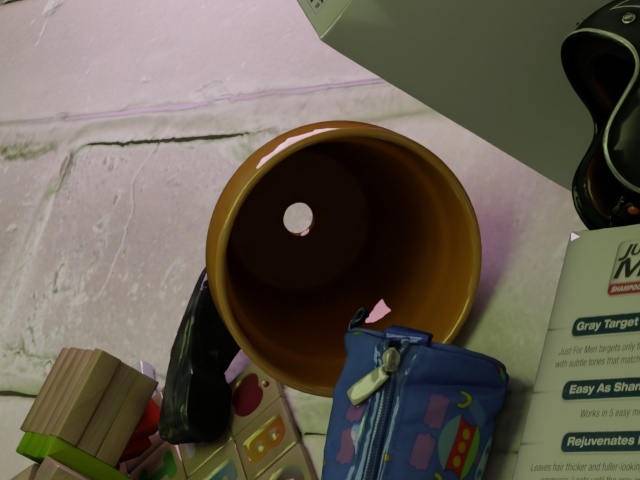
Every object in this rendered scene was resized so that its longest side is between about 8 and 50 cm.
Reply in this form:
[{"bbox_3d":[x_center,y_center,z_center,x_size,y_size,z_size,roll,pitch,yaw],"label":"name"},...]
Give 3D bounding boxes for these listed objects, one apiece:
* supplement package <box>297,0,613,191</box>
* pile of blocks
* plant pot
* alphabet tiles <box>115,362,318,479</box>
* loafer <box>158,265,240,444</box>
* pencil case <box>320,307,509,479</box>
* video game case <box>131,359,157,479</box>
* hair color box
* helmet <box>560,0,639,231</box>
[{"bbox_3d":[0.134,-0.195,1.431,0.204,0.262,0.145,-51,34,17],"label":"supplement package"},{"bbox_3d":[-0.212,0.257,1.658,0.149,0.112,0.362,-33,33,47],"label":"pile of blocks"},{"bbox_3d":[0.000,0.000,1.550,0.205,0.205,0.188,-60,18,3],"label":"plant pot"},{"bbox_3d":[-0.143,0.256,1.669,0.342,0.011,0.285,-42,38,17],"label":"alphabet tiles"},{"bbox_3d":[-0.106,0.094,1.695,0.061,0.062,0.170,-19,48,45],"label":"loafer"},{"bbox_3d":[0.040,0.203,1.391,0.119,0.133,0.306,8,72,28],"label":"pencil case"},{"bbox_3d":[-0.195,0.207,1.800,0.143,0.019,0.157,-42,38,26],"label":"video game case"},{"bbox_3d":[0.208,0.162,1.217,0.174,0.105,0.347,-8,60,51],"label":"hair color box"},{"bbox_3d":[0.238,-0.083,1.297,0.169,0.169,0.162,-11,65,50],"label":"helmet"}]
